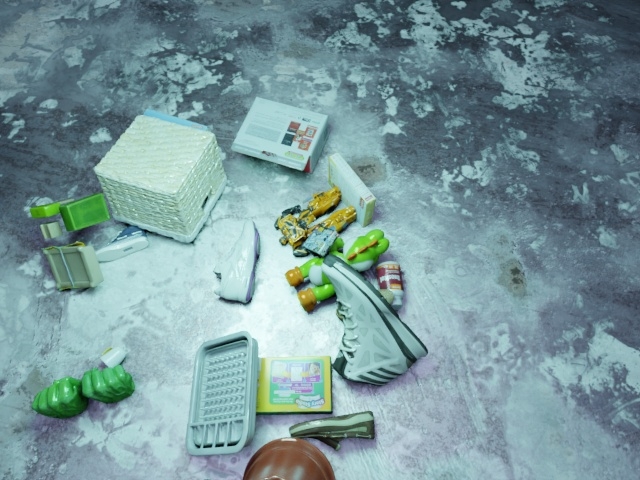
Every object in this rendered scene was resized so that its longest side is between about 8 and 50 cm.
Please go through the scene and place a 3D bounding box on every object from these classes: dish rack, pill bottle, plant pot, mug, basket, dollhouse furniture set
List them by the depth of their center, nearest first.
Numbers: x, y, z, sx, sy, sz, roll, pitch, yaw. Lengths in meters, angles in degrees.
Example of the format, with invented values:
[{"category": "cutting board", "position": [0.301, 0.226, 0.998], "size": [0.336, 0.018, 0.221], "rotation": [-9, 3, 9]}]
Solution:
[{"category": "plant pot", "position": [-0.099, 0.675, 1.184], "size": [0.271, 0.265, 0.273], "rotation": [-1, 79, 4]}, {"category": "dish rack", "position": [-0.279, 0.454, 1.379], "size": [0.285, 0.072, 0.333], "rotation": [-23, 56, 37]}, {"category": "mug", "position": [-0.671, 0.372, 1.498], "size": [0.078, 0.062, 0.064], "rotation": [39, 62, 11]}, {"category": "pill bottle", "position": [0.237, 0.154, 1.571], "size": [0.085, 0.086, 0.152], "rotation": [-4, 63, -1]}, {"category": "dollhouse furniture set", "position": [-0.836, 0.007, 1.612], "size": [0.197, 0.302, 0.151], "rotation": [-3, 17, 24]}, {"category": "basket", "position": [-0.552, -0.224, 1.661], "size": [0.330, 0.267, 0.329], "rotation": [17, 57, 8]}]

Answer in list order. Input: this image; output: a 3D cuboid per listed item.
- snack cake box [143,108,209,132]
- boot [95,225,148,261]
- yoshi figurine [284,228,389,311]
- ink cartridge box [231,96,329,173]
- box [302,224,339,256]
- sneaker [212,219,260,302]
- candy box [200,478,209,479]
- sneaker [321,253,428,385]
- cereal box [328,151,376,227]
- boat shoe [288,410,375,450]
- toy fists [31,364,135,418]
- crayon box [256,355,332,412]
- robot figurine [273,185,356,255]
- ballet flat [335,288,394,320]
[{"category": "snack cake box", "position": [-0.564, -0.404, 1.831], "size": [0.264, 0.152, 0.089], "rotation": [18, 65, 10]}, {"category": "boot", "position": [-0.724, 0.008, 1.683], "size": [0.189, 0.069, 0.086], "rotation": [-18, 57, -16]}, {"category": "yoshi figurine", "position": [0.072, 0.090, 1.589], "size": [0.361, 0.204, 0.203], "rotation": [-30, 28, 1]}, {"category": "ink cartridge box", "position": [-0.156, -0.389, 1.827], "size": [0.309, 0.130, 0.272], "rotation": [18, 67, 10]}, {"category": "box", "position": [0.000, 0.000, 1.561], "size": [0.027, 0.137, 0.094], "rotation": [40, 82, -25]}, {"category": "sneaker", "position": [-0.291, 0.060, 1.613], "size": [0.151, 0.114, 0.306], "rotation": [5, 63, 2]}, {"category": "candy box", "position": [-0.332, 0.794, 1.272], "size": [0.164, 0.070, 0.196], "rotation": [38, 71, 18]}, {"category": "sneaker", "position": [0.102, 0.268, 1.390], "size": [0.257, 0.169, 0.448], "rotation": [-42, 103, -2]}, {"category": "cereal box", "position": [0.110, -0.183, 1.695], "size": [0.047, 0.173, 0.240], "rotation": [-30, 67, -15]}, {"category": "boat shoe", "position": [0.038, 0.569, 1.366], "size": [0.257, 0.095, 0.095], "rotation": [-8, 69, -3]}, {"category": "toy fists", "position": [-0.716, 0.456, 1.409], "size": [0.278, 0.142, 0.096], "rotation": [-16, 64, -7]}, {"category": "crayon box", "position": [-0.102, 0.448, 1.433], "size": [0.277, 0.081, 0.166], "rotation": [-1, 64, 1]}, {"category": "robot figurine", "position": [-0.027, -0.073, 1.690], "size": [0.290, 0.085, 0.211], "rotation": [-31, 66, -14]}, {"category": "ballet flat", "position": [0.140, 0.212, 1.511], "size": [0.206, 0.067, 0.073], "rotation": [-27, 66, 17]}]
